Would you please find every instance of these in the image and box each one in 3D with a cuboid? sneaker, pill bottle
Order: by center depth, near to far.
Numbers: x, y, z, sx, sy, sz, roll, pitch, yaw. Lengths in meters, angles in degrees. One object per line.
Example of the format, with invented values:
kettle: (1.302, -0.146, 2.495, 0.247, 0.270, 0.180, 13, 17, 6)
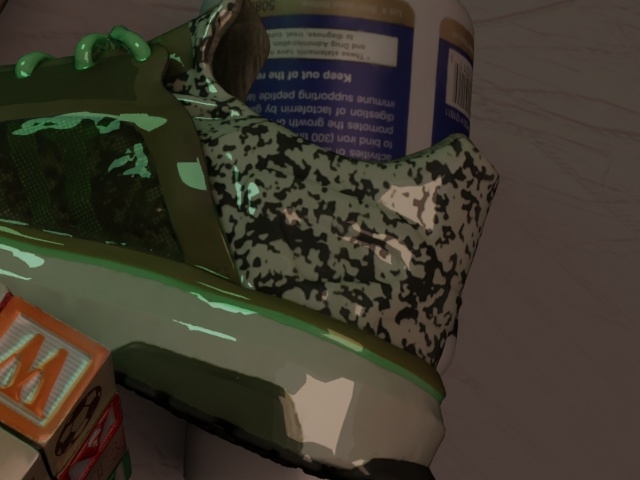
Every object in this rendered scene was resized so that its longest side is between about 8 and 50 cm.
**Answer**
sneaker: (-0.096, -0.037, 0.662, 0.410, 0.158, 0.182, 25, 80, 18)
pill bottle: (0.000, 0.000, 0.761, 0.153, 0.153, 0.264, 8, 79, -20)

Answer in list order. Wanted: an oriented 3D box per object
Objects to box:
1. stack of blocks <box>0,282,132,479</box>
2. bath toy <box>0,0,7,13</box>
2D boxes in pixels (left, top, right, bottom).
stack of blocks: (-0.228, 0.035, 0.594, 0.297, 0.171, 0.087, 29, 67, 9)
bath toy: (-0.304, -0.215, 0.697, 0.348, 0.151, 0.129, 29, 115, -16)
